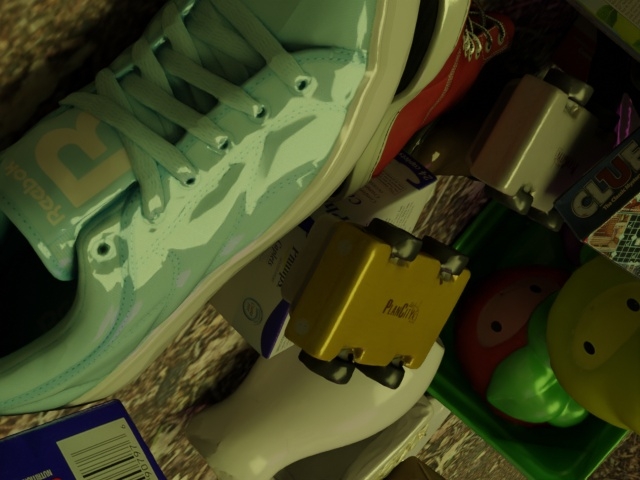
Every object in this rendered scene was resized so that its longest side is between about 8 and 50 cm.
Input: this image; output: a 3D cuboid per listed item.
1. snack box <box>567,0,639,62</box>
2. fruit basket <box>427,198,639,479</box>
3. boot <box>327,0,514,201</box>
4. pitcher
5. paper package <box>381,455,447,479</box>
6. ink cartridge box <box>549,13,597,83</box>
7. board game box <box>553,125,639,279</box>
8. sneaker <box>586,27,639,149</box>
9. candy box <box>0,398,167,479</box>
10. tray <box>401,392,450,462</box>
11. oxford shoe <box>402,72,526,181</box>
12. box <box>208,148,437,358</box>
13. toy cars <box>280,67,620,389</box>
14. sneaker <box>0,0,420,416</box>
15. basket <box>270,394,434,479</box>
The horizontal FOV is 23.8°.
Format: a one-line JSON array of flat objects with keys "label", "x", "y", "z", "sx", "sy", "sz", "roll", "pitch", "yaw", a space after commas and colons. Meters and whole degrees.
[{"label": "snack box", "x": 0.191, "y": -0.171, "z": 0.971, "sx": 0.070, "sy": 0.207, "sz": 0.174, "roll": -51, "pitch": 160, "yaw": 11}, {"label": "fruit basket", "x": 0.264, "y": 0.055, "z": 1.417, "sx": 0.392, "sy": 0.283, "sz": 0.392, "roll": -49, "pitch": 174, "yaw": -6}, {"label": "boot", "x": 0.077, "y": -0.143, "z": 0.984, "sx": 0.176, "sy": 0.088, "sz": 0.244, "roll": -35, "pitch": 165, "yaw": -30}, {"label": "pitcher", "x": -0.001, "y": 0.119, "z": 1.290, "sx": 0.207, "sy": 0.125, "sz": 0.178, "roll": -38, "pitch": -179, "yaw": 7}, {"label": "paper package", "x": 0.057, "y": 0.411, "z": 1.559, "sx": 0.325, "sy": 0.168, "sz": 0.309, "roll": -30, "pitch": 133, "yaw": 22}, {"label": "ink cartridge box", "x": 0.296, "y": -0.215, "z": 1.294, "sx": 0.115, "sy": 0.067, "sz": 0.198, "roll": -12, "pitch": 141, "yaw": -56}, {"label": "board game box", "x": 0.296, "y": -0.033, "z": 1.143, "sx": 0.165, "sy": 0.042, "sz": 0.243, "roll": -43, "pitch": 145, "yaw": 15}, {"label": "sneaker", "x": 0.345, "y": -0.213, "z": 1.162, "sx": 0.257, "sy": 0.169, "sz": 0.447, "roll": -27, "pitch": 144, "yaw": -20}, {"label": "candy box", "x": -0.264, "y": 0.235, "z": 0.848, "sx": 0.317, "sy": 0.122, "sz": 0.268, "roll": -36, "pitch": 168, "yaw": 32}, {"label": "tray", "x": 0.065, "y": 0.228, "z": 1.719, "sx": 0.145, "sy": 0.030, "sz": 0.270, "roll": -54, "pitch": 159, "yaw": 20}, {"label": "oxford shoe", "x": 0.143, "y": -0.080, "z": 1.210, "sx": 0.227, "sy": 0.096, "sz": 0.083, "roll": -16, "pitch": 146, "yaw": -51}, {"label": "box", "x": 0.000, "y": 0.000, "z": 1.108, "sx": 0.137, "sy": 0.072, "sz": 0.126, "roll": -28, "pitch": 151, "yaw": -43}, {"label": "toy cars", "x": 0.085, "y": -0.023, "z": 1.039, "sx": 0.394, "sy": 0.087, "sz": 0.176, "roll": -39, "pitch": 150, "yaw": -39}, {"label": "sneaker", "x": -0.088, "y": -0.036, "z": 0.780, "sx": 0.366, "sy": 0.135, "sz": 0.150, "roll": -54, "pitch": 163, "yaw": 19}, {"label": "basket", "x": 0.013, "y": 0.188, "z": 1.431, "sx": 0.167, "sy": 0.113, "sz": 0.103, "roll": -43, "pitch": 163, "yaw": -11}]
